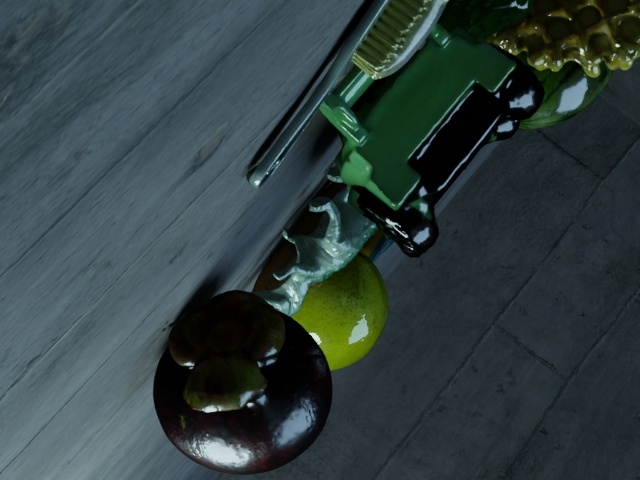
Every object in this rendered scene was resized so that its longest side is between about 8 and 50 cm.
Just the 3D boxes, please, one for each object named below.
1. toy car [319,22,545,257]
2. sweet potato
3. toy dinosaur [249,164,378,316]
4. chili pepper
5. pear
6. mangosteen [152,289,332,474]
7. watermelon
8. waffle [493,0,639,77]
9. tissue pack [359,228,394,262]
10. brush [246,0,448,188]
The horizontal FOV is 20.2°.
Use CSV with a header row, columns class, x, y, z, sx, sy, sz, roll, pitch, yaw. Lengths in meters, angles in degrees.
class,x,y,z,sx,sy,sz,roll,pitch,yaw
toy car,0.100,-0.116,1.852,0.213,0.176,0.358,-51,178,-3
sweet potato,0.000,0.000,2.199,0.314,0.072,0.066,-50,-158,-6
toy dinosaur,0.043,-0.049,2.126,0.383,0.076,0.129,-41,142,-5
chili pepper,0.182,-0.251,2.029,0.257,0.100,0.074,-49,-142,30
pear,0.015,0.065,2.389,0.180,0.166,0.216,4,103,-68
mangosteen,-0.086,0.153,1.946,0.210,0.210,0.210,-51,174,-8
watermelon,0.254,-0.247,2.183,0.232,0.204,0.127,-56,151,-23
waffle,0.302,-0.317,2.079,0.056,0.249,0.253,22,75,-71
tissue pack,0.094,-0.055,2.534,0.120,0.082,0.169,-45,171,-43
brush,0.039,-0.156,1.634,0.297,0.060,0.068,-54,176,13
